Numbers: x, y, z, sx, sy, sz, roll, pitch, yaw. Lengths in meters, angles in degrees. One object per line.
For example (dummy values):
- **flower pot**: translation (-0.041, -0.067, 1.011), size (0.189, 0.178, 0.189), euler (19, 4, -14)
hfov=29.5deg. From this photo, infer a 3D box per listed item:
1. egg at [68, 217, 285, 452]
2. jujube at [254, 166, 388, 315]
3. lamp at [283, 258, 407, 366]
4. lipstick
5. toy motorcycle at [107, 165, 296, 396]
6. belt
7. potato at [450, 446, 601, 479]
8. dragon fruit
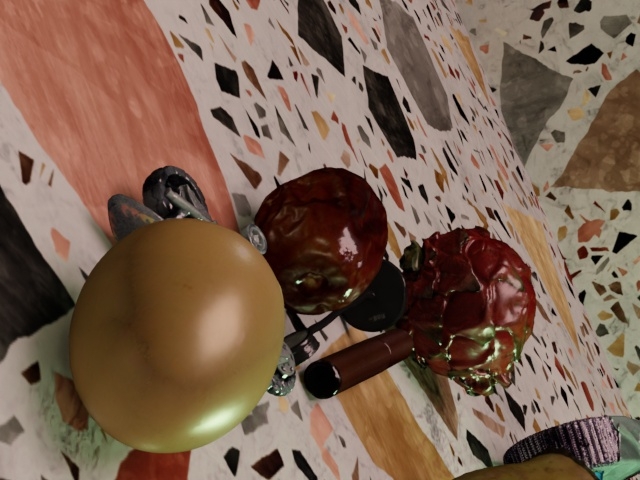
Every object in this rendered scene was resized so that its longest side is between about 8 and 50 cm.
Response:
- **egg**: translation (-0.137, 0.094, 1.141), size (0.201, 0.201, 0.244), euler (57, 23, -21)
- **jujube**: translation (0.000, 0.000, 1.632), size (0.183, 0.183, 0.243), euler (55, 19, -25)
- **lamp**: translation (0.039, 0.124, 1.681), size (0.108, 0.130, 0.371), euler (64, 17, -8)
- **lipstick**: translation (0.062, 0.175, 1.761), size (0.057, 0.057, 0.356), euler (67, 21, 6)
- **toy motorcycle**: translation (-0.124, 0.060, 1.362), size (0.307, 0.108, 0.173), euler (59, 26, -10)
- **belt**: translation (0.468, 0.399, 2.213), size (0.325, 0.260, 0.122), euler (47, 26, -63)
- **potato**: translation (0.269, 0.466, 1.715), size (0.288, 0.301, 0.237), euler (38, 31, 26)
- **dragon fruit**: translation (0.244, 0.118, 2.040), size (0.244, 0.244, 0.299), euler (-62, 141, -66)
